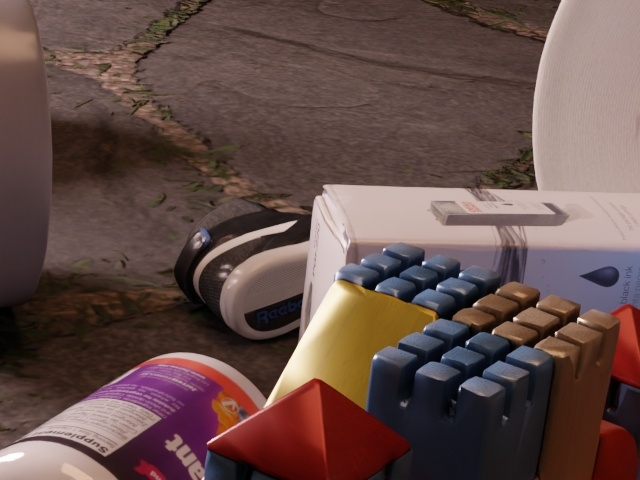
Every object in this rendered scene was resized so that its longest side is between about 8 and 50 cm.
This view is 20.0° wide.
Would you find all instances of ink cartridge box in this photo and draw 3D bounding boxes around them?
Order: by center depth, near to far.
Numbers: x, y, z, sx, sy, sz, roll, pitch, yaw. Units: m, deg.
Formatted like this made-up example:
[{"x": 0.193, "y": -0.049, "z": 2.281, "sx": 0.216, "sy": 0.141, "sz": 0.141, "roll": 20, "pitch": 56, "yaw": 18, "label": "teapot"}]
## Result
[{"x": 0.102, "y": 0.056, "z": 1.045, "sx": 0.218, "sy": 0.158, "sz": 0.092, "roll": 2, "pitch": 22, "yaw": -10, "label": "ink cartridge box"}]

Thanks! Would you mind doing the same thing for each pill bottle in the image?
[{"x": -0.104, "y": 0.133, "z": 0.859, "sx": 0.108, "sy": 0.108, "sz": 0.193, "roll": 16, "pitch": 23, "yaw": 23, "label": "pill bottle"}]

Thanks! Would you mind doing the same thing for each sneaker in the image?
[{"x": 0.000, "y": 0.000, "z": 1.270, "sx": 0.217, "sy": 0.079, "sz": 0.121, "roll": -10, "pitch": 28, "yaw": -33, "label": "sneaker"}]

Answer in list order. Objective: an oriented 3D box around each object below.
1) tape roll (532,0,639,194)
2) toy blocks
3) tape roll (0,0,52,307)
[{"x": 0.317, "y": -0.058, "z": 1.085, "sx": 0.392, "sy": 0.392, "sz": 0.072, "roll": 15, "pitch": 22, "yaw": 21, "label": "tape roll"}, {"x": 0.035, "y": 0.128, "z": 0.699, "sx": 0.191, "sy": 0.261, "sz": 0.381, "roll": 19, "pitch": 24, "yaw": 30, "label": "toy blocks"}, {"x": -0.234, "y": -0.063, "z": 1.177, "sx": 0.072, "sy": 0.219, "sz": 0.219, "roll": -2, "pitch": 23, "yaw": -22, "label": "tape roll"}]
